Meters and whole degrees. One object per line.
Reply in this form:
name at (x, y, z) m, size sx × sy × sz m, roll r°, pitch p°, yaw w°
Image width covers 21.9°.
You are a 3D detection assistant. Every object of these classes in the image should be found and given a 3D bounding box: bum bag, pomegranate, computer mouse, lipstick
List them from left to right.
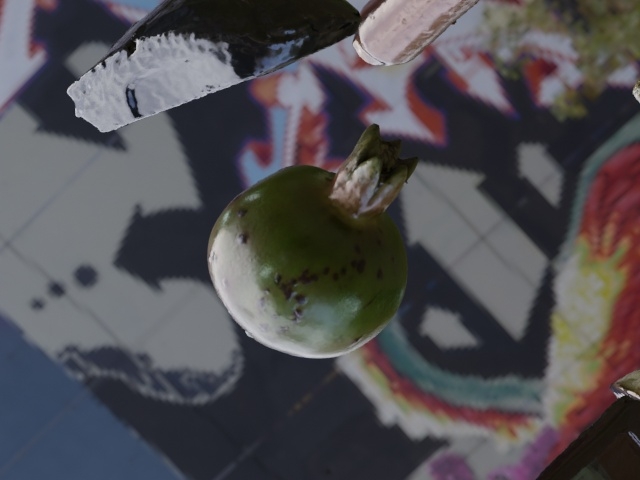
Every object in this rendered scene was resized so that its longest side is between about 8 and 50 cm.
computer mouse at (-0.073, -0.133, 1.086) m, size 0.122 × 0.217 × 0.073 m, roll -28°, pitch -81°, yaw -48°
pomegranate at (0.000, 0.000, 1.299) m, size 0.159 × 0.205 × 0.159 m, roll 28°, pitch -150°, yaw -17°
lipstick at (0.140, -0.250, 1.391) m, size 0.077 × 0.077 × 0.418 m, roll 46°, pitch 147°, yaw -5°
bum bag at (0.202, 0.184, 1.096) m, size 0.159 × 0.109 × 0.026 m, roll 54°, pitch 168°, yaw -28°

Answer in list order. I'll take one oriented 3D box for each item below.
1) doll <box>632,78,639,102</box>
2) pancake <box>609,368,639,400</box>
doll at (0.224, -0.089, 0.932) m, size 0.093 × 0.061 × 0.051 m, roll -5°, pitch -142°, yaw -42°
pancake at (0.406, 0.219, 1.434) m, size 0.356 × 0.065 × 0.356 m, roll 35°, pitch 177°, yaw 2°
